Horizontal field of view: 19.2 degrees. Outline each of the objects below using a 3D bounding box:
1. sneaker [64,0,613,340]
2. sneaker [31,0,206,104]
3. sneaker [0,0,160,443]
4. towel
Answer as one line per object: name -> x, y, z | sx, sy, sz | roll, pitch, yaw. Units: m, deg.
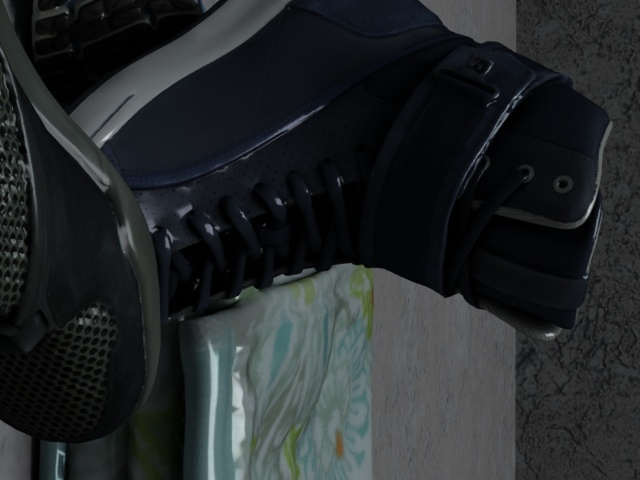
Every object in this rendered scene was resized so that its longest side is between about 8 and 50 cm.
sneaker -> 0.001, -0.002, 0.634 | 0.226, 0.163, 0.086 | -46, 159, -31
sneaker -> -0.074, -0.083, 0.717 | 0.162, 0.063, 0.073 | 74, 2, -66
sneaker -> -0.106, 0.001, 0.459 | 0.227, 0.087, 0.130 | 74, 22, -47
towel -> -0.033, 0.178, 0.827 | 0.320, 0.090, 0.375 | -9, 100, -78
